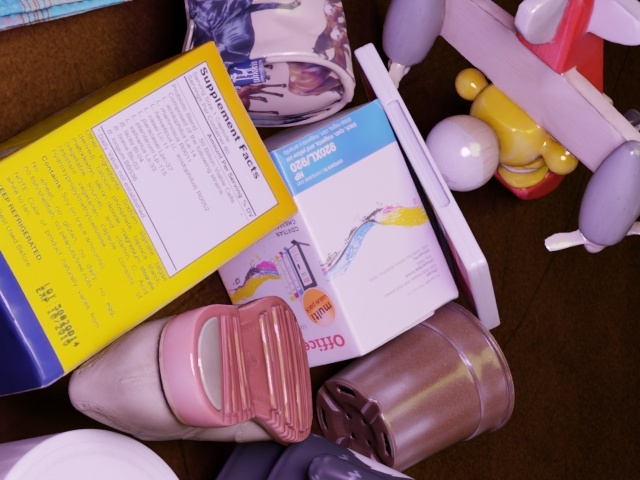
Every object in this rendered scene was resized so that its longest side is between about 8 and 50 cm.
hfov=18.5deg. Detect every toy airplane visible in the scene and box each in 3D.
[{"bbox_3d":[0.229,-0.163,2.188,0.272,0.386,0.384,-40,115,-12],"label":"toy airplane"}]

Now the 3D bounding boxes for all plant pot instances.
[{"bbox_3d":[0.095,0.170,2.138,0.165,0.167,0.167,-28,99,-34],"label":"plant pot"}]

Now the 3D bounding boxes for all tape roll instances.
[{"bbox_3d":[-0.249,0.301,1.794,0.246,0.169,0.246,11,74,-40],"label":"tape roll"}]

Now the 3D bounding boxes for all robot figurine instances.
[{"bbox_3d":[0.024,0.299,1.984,0.174,0.278,0.209,-67,168,5],"label":"robot figurine"}]

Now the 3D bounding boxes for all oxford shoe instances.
[{"bbox_3d":[-0.110,0.127,1.864,0.397,0.146,0.140,28,53,-70],"label":"oxford shoe"}]

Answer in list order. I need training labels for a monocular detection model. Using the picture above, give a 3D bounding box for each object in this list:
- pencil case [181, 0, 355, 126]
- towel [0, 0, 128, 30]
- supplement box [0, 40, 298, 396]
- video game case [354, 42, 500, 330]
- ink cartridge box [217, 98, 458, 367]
[{"bbox_3d":[-0.084,-0.325,2.052,0.183,0.160,0.410,-4,72,-18],"label":"pencil case"},{"bbox_3d":[-0.298,-0.350,1.948,0.370,0.040,0.271,-21,95,-52],"label":"towel"},{"bbox_3d":[-0.230,-0.017,1.867,0.356,0.195,0.194,-35,104,-39],"label":"supplement box"},{"bbox_3d":[0.117,-0.055,2.134,0.204,0.025,0.285,67,-2,-67],"label":"video game case"},{"bbox_3d":[0.000,0.000,2.078,0.168,0.171,0.233,-30,99,-41],"label":"ink cartridge box"}]
